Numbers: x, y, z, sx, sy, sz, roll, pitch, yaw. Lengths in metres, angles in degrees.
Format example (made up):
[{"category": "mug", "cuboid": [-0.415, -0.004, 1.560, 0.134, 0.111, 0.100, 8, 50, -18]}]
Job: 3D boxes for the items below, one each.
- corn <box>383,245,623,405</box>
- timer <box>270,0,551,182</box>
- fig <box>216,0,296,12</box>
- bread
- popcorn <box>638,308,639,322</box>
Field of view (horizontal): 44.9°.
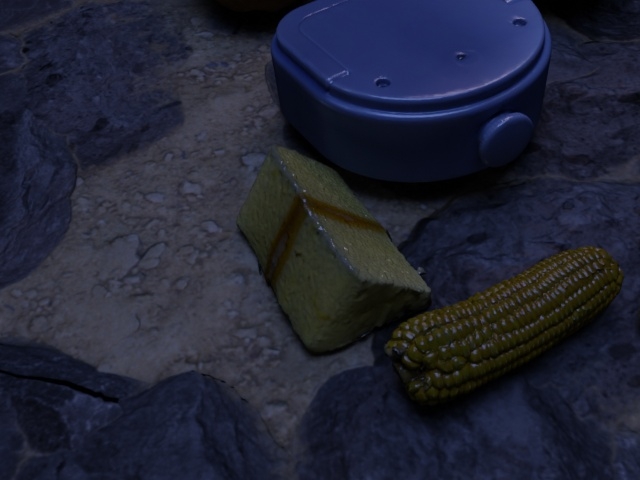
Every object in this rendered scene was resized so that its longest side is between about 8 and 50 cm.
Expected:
[{"category": "corn", "cuboid": [0.218, 0.089, 0.869, 0.312, 0.102, 0.102, -22, 49, -16]}, {"category": "timer", "cuboid": [0.149, -0.227, 1.113, 0.394, 0.173, 0.395, -2, 46, 2]}, {"category": "fig", "cuboid": [-0.074, -0.559, 1.428, 0.286, 0.286, 0.368, 28, 26, 28]}, {"category": "bread", "cuboid": [0.000, 0.000, 0.972, 0.178, 0.142, 0.266, -34, 50, -3]}, {"category": "popcorn", "cuboid": [0.398, 0.082, 0.887, 0.059, 0.068, 0.083, 15, 86, 48]}]
